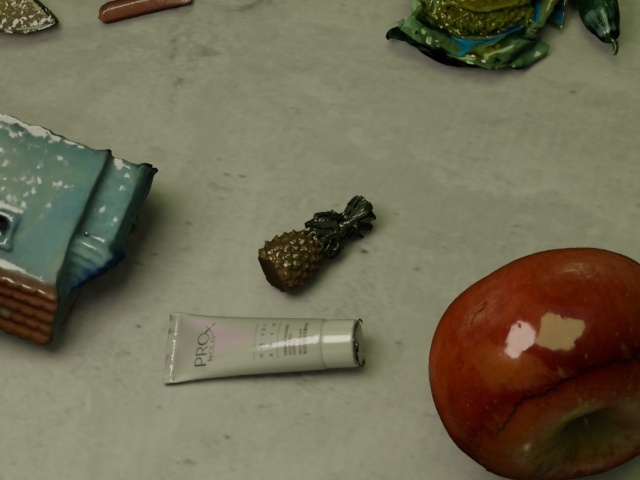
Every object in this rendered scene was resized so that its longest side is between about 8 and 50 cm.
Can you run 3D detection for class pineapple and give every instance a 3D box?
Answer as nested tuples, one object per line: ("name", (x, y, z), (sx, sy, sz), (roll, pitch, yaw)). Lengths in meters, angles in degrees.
("pineapple", (0.000, 0.000, 1.363), (0.159, 0.074, 0.074), (-34, 59, -19))

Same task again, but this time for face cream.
("face cream", (-0.068, 0.124, 1.303), (0.244, 0.058, 0.092), (-3, 62, 14))

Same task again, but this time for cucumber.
("cucumber", (0.382, -0.354, 1.539), (0.056, 0.056, 0.250), (-6, 54, 4))

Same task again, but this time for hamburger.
("hamburger", (0.226, -0.371, 1.517), (0.261, 0.150, 0.276), (6, 59, 14))

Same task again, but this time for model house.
("model house", (-0.396, 0.013, 1.348), (0.295, 0.252, 0.329), (21, 84, -6))

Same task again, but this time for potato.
("potato", (-0.482, -0.357, 1.668), (0.172, 0.089, 0.100), (41, 91, -5))

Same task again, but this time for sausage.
("sausage", (-0.265, -0.355, 1.649), (0.147, 0.035, 0.030), (-12, 24, 0))

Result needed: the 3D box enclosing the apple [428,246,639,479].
("apple", (0.247, 0.122, 1.140), (0.272, 0.251, 0.206), (-24, 51, 8))
